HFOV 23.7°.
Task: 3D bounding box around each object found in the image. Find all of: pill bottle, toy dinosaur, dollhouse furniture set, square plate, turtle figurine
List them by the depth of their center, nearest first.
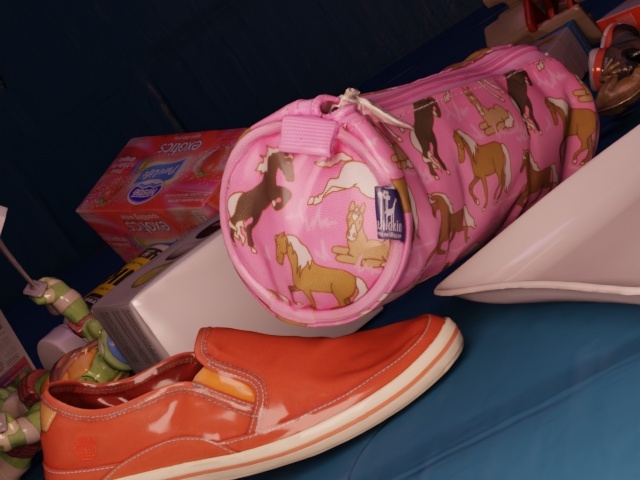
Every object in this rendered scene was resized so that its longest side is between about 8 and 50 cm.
[{"bbox_3d":[0.278,-0.051,1.059,0.347,0.049,0.344,-37,10,-16],"label":"square plate"},{"bbox_3d":[0.288,-0.141,1.500,0.183,0.053,0.092,-30,11,26],"label":"toy dinosaur"},{"bbox_3d":[-0.328,0.142,1.666,0.275,0.197,0.266,2,-35,-39],"label":"turtle figurine"},{"bbox_3d":[-0.250,0.106,1.942,0.208,0.119,0.119,-40,10,-32],"label":"pill bottle"},{"bbox_3d":[0.288,-0.342,2.044,0.135,0.262,0.259,-28,44,26],"label":"dollhouse furniture set"}]

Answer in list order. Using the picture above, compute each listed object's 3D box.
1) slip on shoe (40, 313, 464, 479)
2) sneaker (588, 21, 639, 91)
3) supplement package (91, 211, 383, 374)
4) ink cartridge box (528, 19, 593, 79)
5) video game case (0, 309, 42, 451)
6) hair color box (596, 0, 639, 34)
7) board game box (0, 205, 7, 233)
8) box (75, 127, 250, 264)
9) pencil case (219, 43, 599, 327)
[{"bbox_3d":[-0.056,0.110,1.129,0.331,0.101,0.123,-16,10,7],"label":"slip on shoe"},{"bbox_3d":[0.339,-0.198,1.673,0.065,0.061,0.158,0,25,24],"label":"sneaker"},{"bbox_3d":[-0.086,0.064,1.454,0.194,0.149,0.203,-37,8,-18],"label":"supplement package"},{"bbox_3d":[0.264,-0.198,1.870,0.104,0.061,0.181,-30,10,31],"label":"ink cartridge box"},{"bbox_3d":[-0.402,0.193,1.812,0.023,0.183,0.201,-22,14,30],"label":"video game case"},{"bbox_3d":[0.407,-0.273,1.778,0.093,0.053,0.167,-36,7,-18],"label":"hair color box"},{"bbox_3d":[-0.411,0.176,1.522,0.390,0.050,0.389,151,136,-69],"label":"board game box"},{"bbox_3d":[-0.162,-0.042,2.013,0.300,0.154,0.142,1,50,49],"label":"box"},{"bbox_3d":[0.084,-0.057,1.218,0.167,0.160,0.386,-35,-7,34],"label":"pencil case"}]
